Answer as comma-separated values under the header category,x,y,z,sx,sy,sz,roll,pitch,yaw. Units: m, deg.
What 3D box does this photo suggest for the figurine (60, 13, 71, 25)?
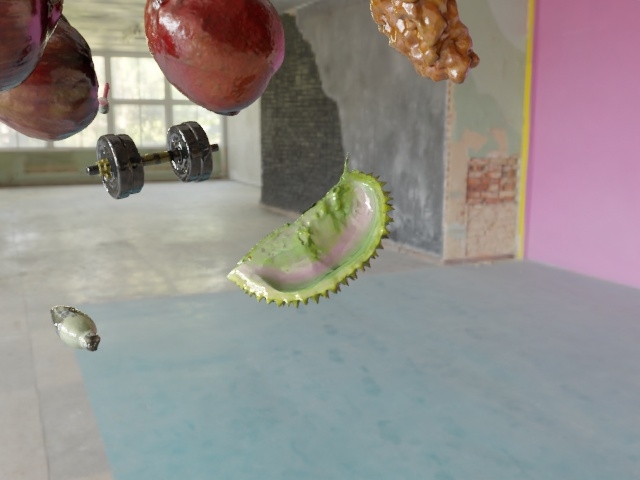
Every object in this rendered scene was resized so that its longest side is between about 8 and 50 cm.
category,x,y,z,sx,sy,sz,roll,pitch,yaw
figurine,-0.710,-0.564,1.716,0.168,0.187,0.315,-1,-9,-2

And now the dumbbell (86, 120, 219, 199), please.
category,x,y,z,sx,sy,sz,roll,pitch,yaw
dumbbell,-0.464,-0.229,1.974,0.388,0.185,0.185,-17,18,-31

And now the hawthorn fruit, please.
category,x,y,z,sx,sy,sz,roll,pitch,yaw
hawthorn fruit,-0.225,-0.410,1.390,0.307,0.265,0.265,31,-9,-34

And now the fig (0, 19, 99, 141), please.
category,x,y,z,sx,sy,sz,roll,pitch,yaw
fig,-0.531,-0.305,1.293,0.263,0.224,0.224,32,-4,-27

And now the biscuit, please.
category,x,y,z,sx,sy,sz,roll,pitch,yaw
biscuit,0.151,-0.445,1.270,0.110,0.312,0.318,-33,27,2

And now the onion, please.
category,x,y,z,sx,sy,sz,roll,pitch,yaw
onion,-0.435,-0.309,0.905,0.248,0.248,0.161,9,4,39

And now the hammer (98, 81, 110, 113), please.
category,x,y,z,sx,sy,sz,roll,pitch,yaw
hammer,-0.553,-0.368,1.792,0.031,0.083,0.052,7,-21,-11

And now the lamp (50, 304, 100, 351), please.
category,x,y,z,sx,sy,sz,roll,pitch,yaw
lamp,-0.705,0.248,2.004,0.250,0.101,0.101,23,23,39

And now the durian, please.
category,x,y,z,sx,sy,sz,roll,pitch,yaw
durian,0.008,0.003,1.342,0.355,0.169,0.157,-45,19,-16
